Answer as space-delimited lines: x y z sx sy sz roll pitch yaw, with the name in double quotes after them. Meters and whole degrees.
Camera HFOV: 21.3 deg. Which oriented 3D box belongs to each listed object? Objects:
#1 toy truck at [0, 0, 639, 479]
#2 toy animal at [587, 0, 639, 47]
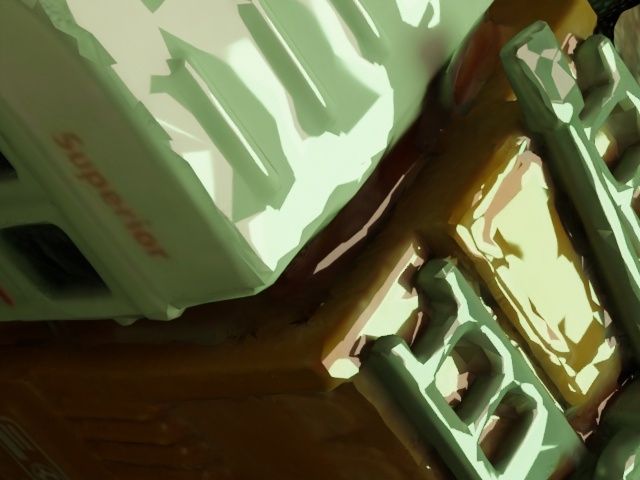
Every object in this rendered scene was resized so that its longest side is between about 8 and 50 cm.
0.008 0.023 0.469 0.387 0.207 0.173 53 57 -26 "toy truck"
0.160 -0.152 0.924 0.160 0.272 0.197 33 47 -3 "toy animal"
